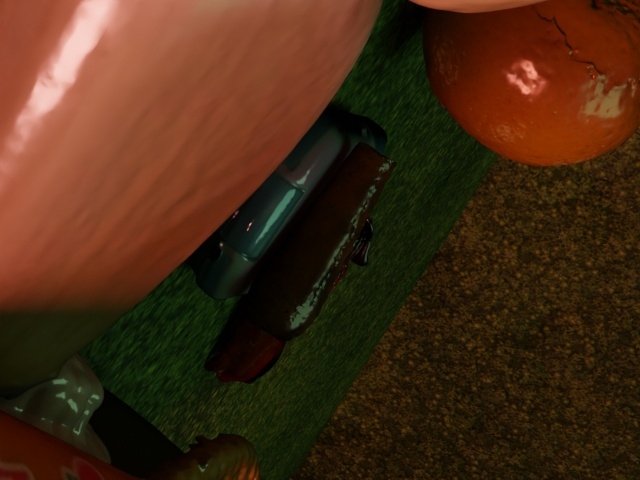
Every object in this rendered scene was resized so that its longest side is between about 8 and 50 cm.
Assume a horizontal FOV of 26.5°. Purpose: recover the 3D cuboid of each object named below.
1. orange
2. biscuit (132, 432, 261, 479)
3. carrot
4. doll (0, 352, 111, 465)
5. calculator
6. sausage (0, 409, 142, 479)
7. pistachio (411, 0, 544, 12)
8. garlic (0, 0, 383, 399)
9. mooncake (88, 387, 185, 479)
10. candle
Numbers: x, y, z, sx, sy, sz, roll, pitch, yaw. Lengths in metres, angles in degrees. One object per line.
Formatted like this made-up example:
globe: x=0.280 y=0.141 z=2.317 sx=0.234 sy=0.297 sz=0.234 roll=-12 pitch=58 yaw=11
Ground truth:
orange: x=0.190 y=-0.169 z=1.171 sx=0.193 sy=0.219 sz=0.219 roll=-19 pitch=-159 yaw=46
biscuit: x=-0.115 y=0.211 z=0.735 sx=0.254 sy=0.035 sz=0.254 roll=-50 pitch=161 yaw=-24
carrot: x=0.000 y=0.000 z=1.018 sx=0.161 sy=0.055 sz=0.055 roll=-59 pitch=172 yaw=-6
doll: x=-0.200 y=0.149 z=0.640 sx=0.138 sy=0.119 sz=0.293 roll=35 pitch=94 yaw=-37
calculator: x=-0.021 y=-0.031 z=1.114 sx=0.173 sy=0.051 sz=0.293 roll=-57 pitch=171 yaw=10
sausage: x=-0.109 y=0.128 z=0.547 sx=0.093 sy=0.093 sz=0.312 roll=-54 pitch=132 yaw=-2
pistachio: x=0.076 y=-0.207 z=0.503 sx=0.187 sy=0.187 sz=0.299 roll=-50 pitch=166 yaw=-25
garlic: x=-0.072 y=-0.057 z=0.508 sx=0.143 sy=0.112 sz=0.318 roll=-8 pitch=135 yaw=-52
mooncake: x=-0.191 y=0.240 z=0.918 sx=0.284 sy=0.155 sz=0.284 roll=-54 pitch=172 yaw=-12
candle: x=-0.028 y=0.061 z=1.325 sx=0.084 sy=0.059 sz=0.301 roll=-32 pitch=169 yaw=-47
